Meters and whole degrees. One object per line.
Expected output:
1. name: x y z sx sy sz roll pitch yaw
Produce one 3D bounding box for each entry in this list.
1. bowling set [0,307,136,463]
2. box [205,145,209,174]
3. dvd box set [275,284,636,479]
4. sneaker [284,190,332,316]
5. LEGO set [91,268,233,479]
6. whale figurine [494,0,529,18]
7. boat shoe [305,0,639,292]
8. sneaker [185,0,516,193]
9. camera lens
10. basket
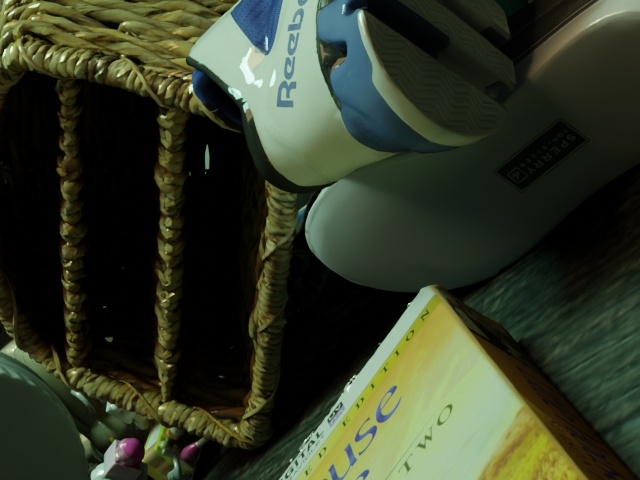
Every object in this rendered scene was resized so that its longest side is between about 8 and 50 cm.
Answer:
1. bowling set: -0.180 0.110 1.386 0.200 0.154 0.287 -40 9 -13
2. box: -0.049 -0.196 1.294 0.215 0.168 0.345 -60 -3 23
3. dvd box set: 0.019 0.202 0.578 0.307 0.062 0.420 -54 14 7
4. sneaker: 0.000 0.000 1.159 0.162 0.063 0.073 -43 1 32
5. LEGO set: -0.116 0.083 1.173 0.107 0.132 0.287 -42 41 29
6. whale figurine: 0.066 -0.184 0.971 0.216 0.272 0.141 -29 42 -31
7. boat shoe: 0.106 -0.070 0.820 0.301 0.108 0.102 -39 22 44
8. sneaker: 0.011 -0.146 0.812 0.182 0.127 0.315 -29 36 39
9. camera lens: -0.332 0.188 1.233 0.219 0.219 0.274 -59 25 -13
10. basket: -0.141 -0.021 1.008 0.223 0.213 0.299 -105 18 -48
